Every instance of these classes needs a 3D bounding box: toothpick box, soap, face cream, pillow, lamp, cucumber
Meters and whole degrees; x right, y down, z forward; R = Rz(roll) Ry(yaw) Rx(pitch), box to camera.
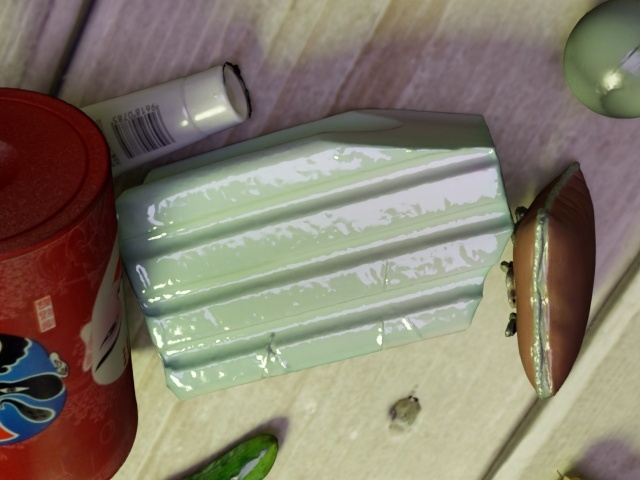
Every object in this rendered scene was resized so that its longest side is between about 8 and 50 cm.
[{"bbox_3d":[-0.266,0.063,0.808,0.204,0.204,0.333,7,135,2],"label":"toothpick box"},{"bbox_3d":[0.000,0.000,0.869,0.346,0.115,0.208,-15,108,10],"label":"soap"},{"bbox_3d":[-0.183,-0.099,0.883,0.243,0.058,0.092,-17,114,16],"label":"face cream"},{"bbox_3d":[0.201,0.031,0.836,0.075,0.179,0.172,3,109,20],"label":"pillow"},{"bbox_3d":[0.259,-0.154,0.798,0.105,0.105,0.105,1,110,4],"label":"lamp"},{"bbox_3d":[-0.140,0.283,1.020,0.250,0.056,0.056,-33,105,13],"label":"cucumber"}]

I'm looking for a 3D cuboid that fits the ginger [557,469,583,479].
[{"bbox_3d":[0.370,0.405,0.967,0.236,0.166,0.376,-13,105,9],"label":"ginger"}]
